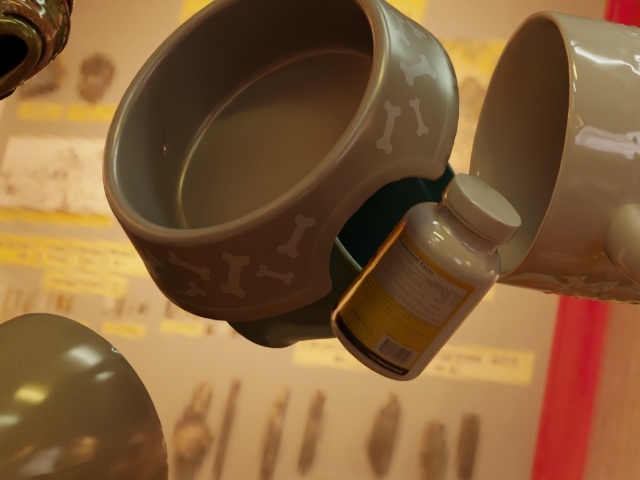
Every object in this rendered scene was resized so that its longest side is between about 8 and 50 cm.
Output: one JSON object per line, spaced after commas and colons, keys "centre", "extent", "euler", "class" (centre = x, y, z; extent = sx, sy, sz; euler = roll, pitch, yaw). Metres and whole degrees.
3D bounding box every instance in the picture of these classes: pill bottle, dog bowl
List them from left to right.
{"centre": [-0.049, -0.101, 1.532], "extent": [0.348, 0.349, 0.102], "euler": [-1, -33, 35], "class": "dog bowl"}
{"centre": [0.098, 0.032, 1.522], "extent": [0.103, 0.103, 0.184], "euler": [23, -65, -33], "class": "pill bottle"}

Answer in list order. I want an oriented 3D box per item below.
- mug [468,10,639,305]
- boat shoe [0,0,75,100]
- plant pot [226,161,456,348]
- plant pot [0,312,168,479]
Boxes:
{"centre": [0.353, -0.042, 1.647], "extent": [0.328, 0.374, 0.276], "euler": [9, -61, -13], "class": "mug"}
{"centre": [-0.286, -0.094, 0.945], "extent": [0.307, 0.104, 0.111], "euler": [-21, -55, 15], "class": "boat shoe"}
{"centre": [0.000, 0.000, 2.008], "extent": [0.271, 0.272, 0.255], "euler": [24, -40, -35], "class": "plant pot"}
{"centre": [-0.328, 0.237, 1.741], "extent": [0.284, 0.284, 0.191], "euler": [0, 14, 34], "class": "plant pot"}
